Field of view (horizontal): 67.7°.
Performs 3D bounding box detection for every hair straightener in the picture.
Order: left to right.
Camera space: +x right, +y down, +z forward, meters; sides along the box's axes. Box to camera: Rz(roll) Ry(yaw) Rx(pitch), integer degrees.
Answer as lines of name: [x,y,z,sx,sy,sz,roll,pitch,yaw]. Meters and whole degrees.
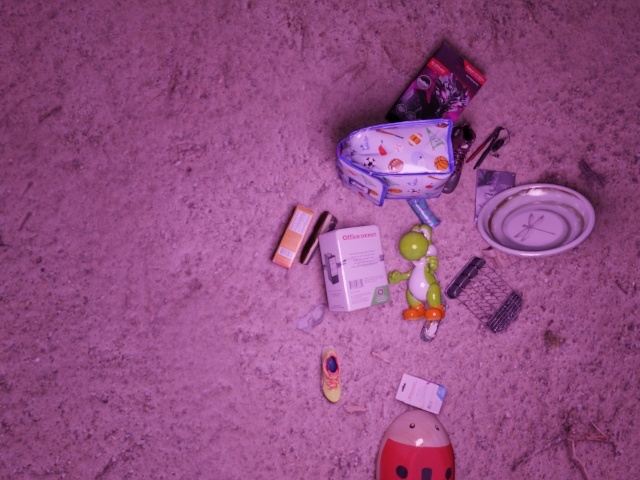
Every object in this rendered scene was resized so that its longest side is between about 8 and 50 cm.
hair straightener: [0.692,-0.369,1.935,0.089,0.047,0.230,43,78,-4]

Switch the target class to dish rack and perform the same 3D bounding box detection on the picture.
dish rack: [0.652,0.220,1.880,0.271,0.074,0.208,43,84,-5]

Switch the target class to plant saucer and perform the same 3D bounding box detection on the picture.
plant saucer: [0.801,-0.056,1.788,0.400,0.400,0.101,-31,128,-8]

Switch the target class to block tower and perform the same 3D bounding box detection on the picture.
block tower: [0.814,-0.002,1.901,0.335,0.091,0.097,-29,90,-8]

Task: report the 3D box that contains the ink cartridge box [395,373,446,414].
ink cartridge box: [0.376,0.580,1.825,0.181,0.061,0.105,22,84,-6]

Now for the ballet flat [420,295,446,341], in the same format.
ballet flat: [0.447,0.305,1.849,0.070,0.070,0.189,22,84,-6]

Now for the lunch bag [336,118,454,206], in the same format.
lunch bag: [0.253,-0.265,1.694,0.384,0.328,0.239,0,79,5]

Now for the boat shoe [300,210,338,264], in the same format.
boat shoe: [0.000,-0.001,1.798,0.073,0.080,0.224,30,79,-21]

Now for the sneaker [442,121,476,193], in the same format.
sneaker: [0.525,-0.328,1.844,0.106,0.162,0.282,11,85,-7]

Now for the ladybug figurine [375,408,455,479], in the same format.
ladybug figurine: [0.362,0.865,1.757,0.304,0.162,0.450,2,87,-8]

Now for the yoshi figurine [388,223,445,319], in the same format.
yoshi figurine: [0.362,0.117,1.788,0.203,0.203,0.363,-3,84,-1]

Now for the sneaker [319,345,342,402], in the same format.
sneaker: [0.040,0.502,1.769,0.081,0.094,0.209,-8,89,-9]

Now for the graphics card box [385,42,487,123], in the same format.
graphics card box: [0.456,-0.563,1.885,0.232,0.094,0.371,39,84,-4]

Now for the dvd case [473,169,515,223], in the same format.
dvd case: [0.707,-0.171,1.933,0.164,0.018,0.222,5,86,-7]

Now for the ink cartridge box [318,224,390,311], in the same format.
ink cartridge box: [0.125,0.101,1.753,0.211,0.121,0.290,-6,87,-36]

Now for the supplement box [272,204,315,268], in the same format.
supplement box: [-0.100,-0.011,1.789,0.080,0.078,0.234,26,83,-2]

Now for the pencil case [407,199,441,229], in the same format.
pencil case: [0.406,-0.115,1.866,0.070,0.064,0.152,-34,92,-15]
